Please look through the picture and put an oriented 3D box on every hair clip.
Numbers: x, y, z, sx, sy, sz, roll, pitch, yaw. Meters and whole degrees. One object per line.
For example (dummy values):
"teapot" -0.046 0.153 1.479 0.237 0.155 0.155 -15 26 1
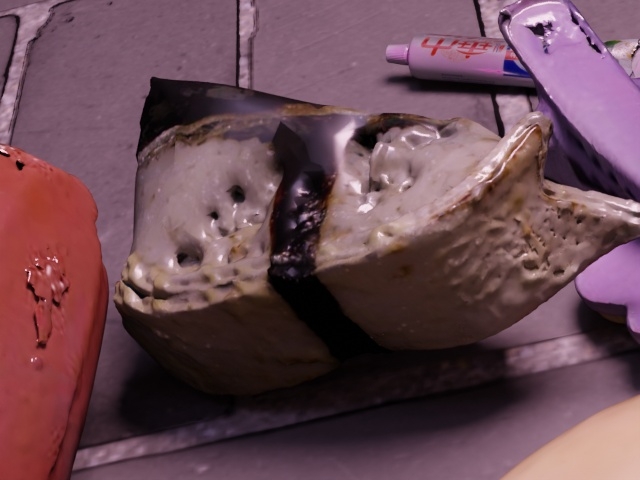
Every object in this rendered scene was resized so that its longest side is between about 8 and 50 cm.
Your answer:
"hair clip" 0.174 -0.026 0.796 0.137 0.090 0.278 -22 42 -7

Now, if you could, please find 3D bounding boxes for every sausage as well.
"sausage" -0.181 0.073 0.744 0.152 0.152 0.279 -5 48 18

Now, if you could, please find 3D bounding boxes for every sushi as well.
"sushi" 0.014 0.014 0.765 0.273 0.134 0.109 8 46 31

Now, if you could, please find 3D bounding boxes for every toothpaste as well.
"toothpaste" 0.118 -0.105 0.962 0.170 0.028 0.045 7 50 25

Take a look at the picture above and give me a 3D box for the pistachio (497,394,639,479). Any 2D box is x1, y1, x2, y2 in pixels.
"pistachio" 0.090 0.179 0.471 0.318 0.193 0.214 -52 9 -28
